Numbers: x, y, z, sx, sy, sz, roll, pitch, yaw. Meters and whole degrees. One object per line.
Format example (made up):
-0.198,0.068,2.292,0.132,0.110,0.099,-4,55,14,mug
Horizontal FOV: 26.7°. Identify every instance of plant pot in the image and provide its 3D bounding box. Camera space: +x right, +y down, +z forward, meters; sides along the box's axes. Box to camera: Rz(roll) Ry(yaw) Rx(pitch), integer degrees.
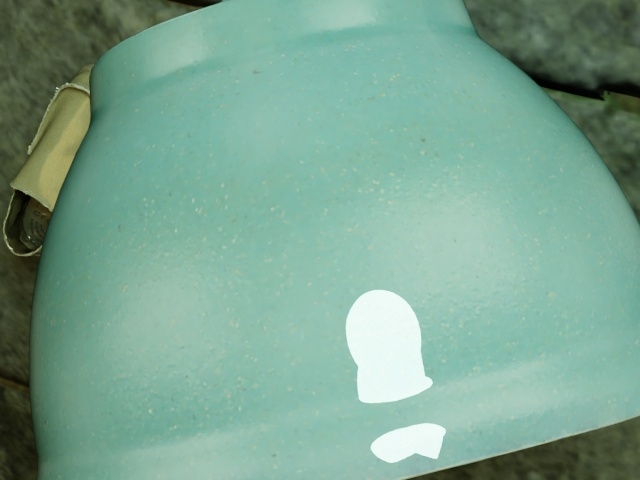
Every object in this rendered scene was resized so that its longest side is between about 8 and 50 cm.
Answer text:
0.000,0.000,0.602,0.293,0.293,0.196,-16,85,37,plant pot

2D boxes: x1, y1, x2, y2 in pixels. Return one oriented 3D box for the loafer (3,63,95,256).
-0.147,-0.039,0.789,0.056,0.050,0.148,33,132,7,loafer
